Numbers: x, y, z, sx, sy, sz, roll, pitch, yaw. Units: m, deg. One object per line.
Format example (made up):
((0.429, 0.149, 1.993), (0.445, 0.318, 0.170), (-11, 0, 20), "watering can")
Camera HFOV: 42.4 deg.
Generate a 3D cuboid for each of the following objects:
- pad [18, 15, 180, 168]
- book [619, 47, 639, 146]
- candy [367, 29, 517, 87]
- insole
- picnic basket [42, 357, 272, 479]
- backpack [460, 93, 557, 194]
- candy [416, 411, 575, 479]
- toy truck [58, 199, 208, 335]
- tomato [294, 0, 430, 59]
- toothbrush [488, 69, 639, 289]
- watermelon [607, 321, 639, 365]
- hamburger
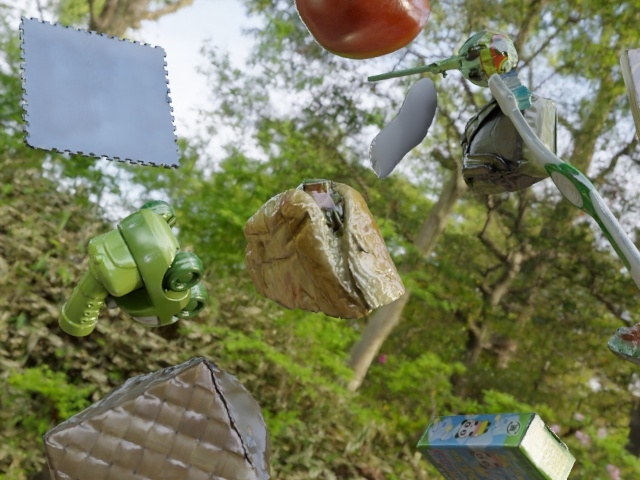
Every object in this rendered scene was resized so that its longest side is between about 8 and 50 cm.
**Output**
((-0.371, -0.249, 1.394), (0.269, 0.269, 0.012), (7, -31, -33), "pad")
((0.739, -0.202, 1.365), (0.428, 0.300, 0.039), (-4, -24, 0), "book")
((0.193, -0.291, 1.403), (0.305, 0.091, 0.083), (-2, -33, 44), "candy")
((0.095, -0.127, 0.916), (0.004, 0.188, 0.064), (-2, -58, 34), "insole")
((-0.239, 0.357, 1.297), (0.337, 0.337, 0.293), (88, -24, -71), "picnic basket")
((0.388, -0.200, 1.756), (0.140, 0.207, 0.253), (13, -16, -23), "backpack")
((0.234, 0.288, 1.121), (0.097, 0.062, 0.194), (47, -35, -17), "candy")
((-0.271, 0.047, 1.193), (0.148, 0.211, 0.187), (58, -35, 27), "toy truck")
((0.082, -0.568, 1.840), (0.273, 0.341, 0.341), (-28, -47, 28), "tomato")
((0.295, -0.053, 0.944), (0.040, 0.418, 0.042), (-17, -35, -8), "toothbrush")
((0.671, 0.114, 1.459), (0.320, 0.213, 0.289), (-10, -25, 10), "watermelon")
((-0.002, -0.002, 1.342), (0.330, 0.162, 0.209), (11, -62, 58), "hamburger")
